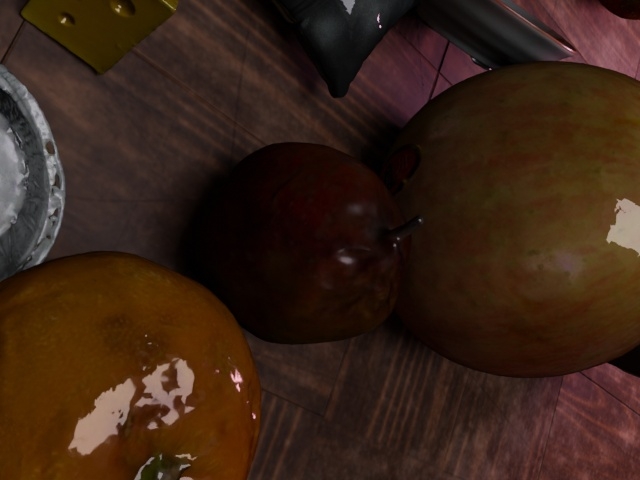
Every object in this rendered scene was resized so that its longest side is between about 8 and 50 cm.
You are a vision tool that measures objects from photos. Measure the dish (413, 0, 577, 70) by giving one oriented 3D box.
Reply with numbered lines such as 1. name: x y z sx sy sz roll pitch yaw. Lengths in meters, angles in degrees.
1. dish: 0.202 -0.289 0.983 0.260 0.260 0.085 14 123 -41

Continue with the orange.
1. orange: -0.175 0.137 0.592 0.261 0.261 0.261 0 90 -42

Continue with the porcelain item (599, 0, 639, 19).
1. porcelain item: 0.555 -0.513 1.297 0.253 0.253 0.253 0 90 -42

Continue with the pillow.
1. pillow: 0.000 -0.310 0.840 0.250 0.106 0.186 47 67 -28

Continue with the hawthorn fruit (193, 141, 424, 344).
1. hawthorn fruit: 0.000 0.000 0.744 0.208 0.248 0.208 2 87 -38

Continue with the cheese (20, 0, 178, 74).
1. cheese: -0.180 -0.262 0.700 0.093 0.126 0.171 38 47 -29

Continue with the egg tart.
1. egg tart: -0.301 -0.050 0.578 0.234 0.094 0.234 3 86 -42

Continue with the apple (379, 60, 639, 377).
1. apple: 0.268 -0.029 0.922 0.391 0.346 0.392 2 87 -48

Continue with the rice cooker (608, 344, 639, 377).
1. rice cooker: 0.540 0.069 1.182 0.335 0.325 0.335 -27 127 -42
